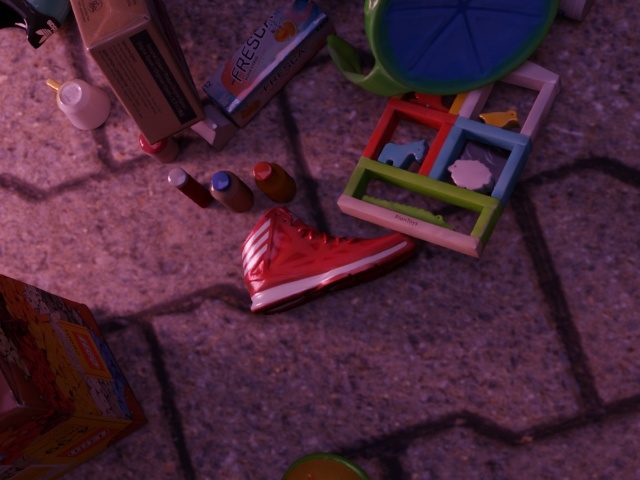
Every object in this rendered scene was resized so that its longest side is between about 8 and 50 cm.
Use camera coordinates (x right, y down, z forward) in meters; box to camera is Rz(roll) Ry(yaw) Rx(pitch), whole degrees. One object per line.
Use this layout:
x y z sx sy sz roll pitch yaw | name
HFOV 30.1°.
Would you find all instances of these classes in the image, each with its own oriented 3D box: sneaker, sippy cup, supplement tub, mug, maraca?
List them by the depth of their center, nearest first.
0.003 0.335 1.399 0.127 0.099 0.186 18 109 17 | maraca
0.139 -0.332 1.430 0.305 0.240 0.224 -19 47 -1 | sippy cup
0.000 0.000 1.472 0.221 0.087 0.128 -20 77 6 | sneaker
0.290 -0.325 1.487 0.107 0.071 0.071 27 85 16 | supplement tub
-0.328 -0.185 1.587 0.078 0.064 0.062 -1 79 12 | mug
-0.485 -0.358 1.632 0.302 0.108 0.121 22 79 13 | sneaker

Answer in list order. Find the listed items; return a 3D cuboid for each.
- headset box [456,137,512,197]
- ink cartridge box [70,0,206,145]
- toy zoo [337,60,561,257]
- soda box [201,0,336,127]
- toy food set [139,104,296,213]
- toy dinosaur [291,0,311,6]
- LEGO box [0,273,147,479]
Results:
0.199 -0.098 1.478 0.083 0.032 0.062 36 87 14 | headset box
-0.240 -0.269 1.487 0.088 0.193 0.235 -26 55 3 | ink cartridge box
0.168 -0.136 1.459 0.192 0.030 0.293 19 72 26 | toy zoo
-0.066 -0.235 1.544 0.183 0.063 0.058 -46 72 -1 | soda box
-0.151 -0.111 1.514 0.232 0.104 0.111 40 89 16 | toy food set
-0.034 -0.459 1.538 0.160 0.121 0.313 -26 68 -28 | toy dinosaur
-0.509 0.249 1.375 0.500 0.372 0.193 -32 74 4 | LEGO box
